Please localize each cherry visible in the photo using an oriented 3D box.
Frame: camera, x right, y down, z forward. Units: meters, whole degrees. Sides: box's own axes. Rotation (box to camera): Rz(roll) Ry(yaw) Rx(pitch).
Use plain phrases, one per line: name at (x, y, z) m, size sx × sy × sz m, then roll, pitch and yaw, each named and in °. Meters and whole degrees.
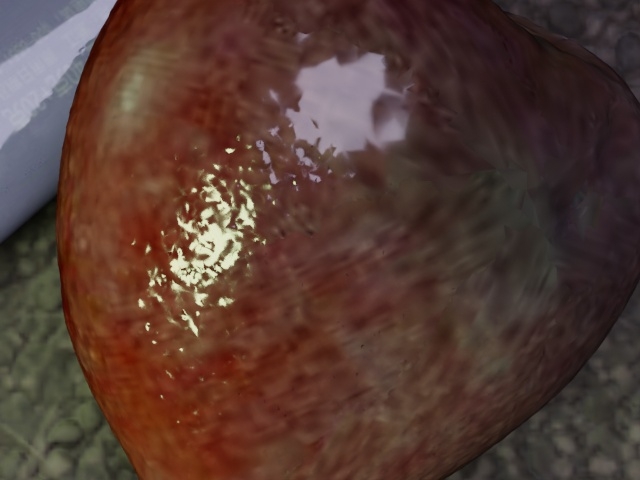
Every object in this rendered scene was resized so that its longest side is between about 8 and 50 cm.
cherry at (0.002, -0.010, 0.627) m, size 0.239 × 0.239 × 0.206 m, roll -15°, pitch 39°, yaw -9°

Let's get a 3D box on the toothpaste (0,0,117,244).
toothpaste at (-0.152, -0.050, 0.668) m, size 0.371 × 0.080 × 0.125 m, roll -40°, pitch 89°, yaw -18°
